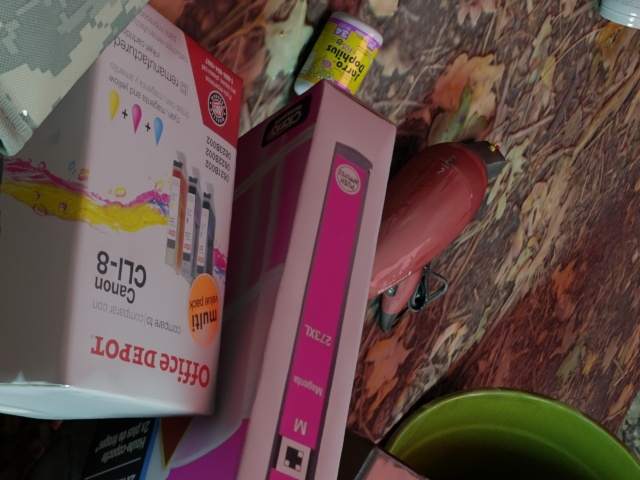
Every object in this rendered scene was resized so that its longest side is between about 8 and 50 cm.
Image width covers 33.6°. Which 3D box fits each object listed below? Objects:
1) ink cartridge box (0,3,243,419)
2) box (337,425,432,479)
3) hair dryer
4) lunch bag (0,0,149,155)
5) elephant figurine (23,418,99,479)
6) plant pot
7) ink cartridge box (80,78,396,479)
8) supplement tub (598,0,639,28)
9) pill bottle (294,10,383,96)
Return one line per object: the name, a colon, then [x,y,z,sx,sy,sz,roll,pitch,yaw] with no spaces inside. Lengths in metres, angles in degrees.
ink cartridge box: [-0.123,-0.009,0.490,0.128,0.127,0.176,31,60,-64]
box: [-0.010,0.383,1.024,0.191,0.143,0.381,38,82,-25]
hair dryer: [0.095,0.014,0.988,0.293,0.080,0.223,-8,122,-62]
lunch bag: [-0.127,-0.209,0.329,0.235,0.169,0.287,-52,156,-17]
elephant figurine: [-0.156,0.197,0.664,0.169,0.186,0.239,-22,138,-43]
plant pot: [0.208,0.437,1.343,0.366,0.366,0.353,-39,157,-36]
ink cartridge box: [-0.059,0.101,0.568,0.069,0.176,0.371,28,55,-29]
supplement tub: [0.359,-0.297,1.179,0.071,0.071,0.107,-23,134,-51]
pill bottle: [0.009,-0.121,0.772,0.083,0.043,0.043,-62,153,0]
